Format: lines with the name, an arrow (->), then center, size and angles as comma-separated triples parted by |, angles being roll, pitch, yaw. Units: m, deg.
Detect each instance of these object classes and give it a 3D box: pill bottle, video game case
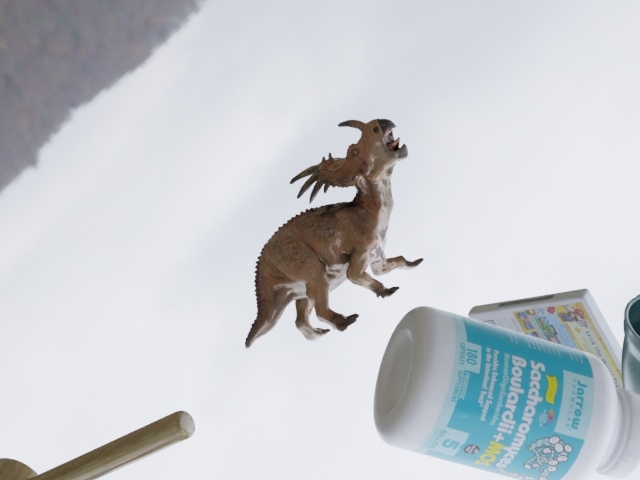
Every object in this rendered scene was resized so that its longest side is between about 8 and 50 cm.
pill bottle -> 0.198, 0.167, 1.260 | 0.146, 0.264, 0.146 | -164, -90, -78
video game case -> 0.349, 0.176, 1.797 | 0.206, 0.227, 0.026 | -13, -154, 45

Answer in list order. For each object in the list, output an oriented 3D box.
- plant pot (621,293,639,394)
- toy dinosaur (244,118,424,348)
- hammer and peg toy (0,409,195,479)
plant pot -> 0.499, 0.202, 1.497 | 0.293, 0.196, 0.293 | 5, -159, -2
toy dinosaur -> 0.000, 0.000, 1.498 | 0.296, 0.200, 0.127 | -37, -178, -3
hammer and peg toy -> -0.116, 0.298, 0.933 | 0.266, 0.361, 0.127 | -39, -170, 38
